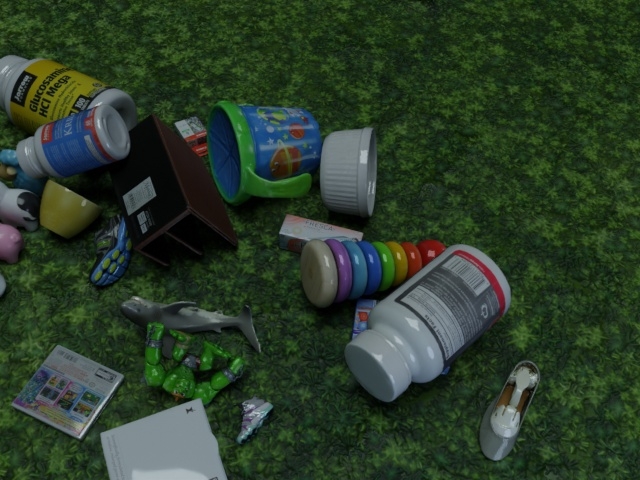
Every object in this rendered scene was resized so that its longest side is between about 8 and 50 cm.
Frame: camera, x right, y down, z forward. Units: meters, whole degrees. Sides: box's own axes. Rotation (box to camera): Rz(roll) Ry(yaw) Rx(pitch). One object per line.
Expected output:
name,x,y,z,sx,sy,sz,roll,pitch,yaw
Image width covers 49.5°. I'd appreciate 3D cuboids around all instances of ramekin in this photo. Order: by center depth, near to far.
ramekin,0.066,-0.157,1.595,0.108,0.207,0.207,3,52,10

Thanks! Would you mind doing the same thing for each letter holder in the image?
letter holder,-0.333,-0.094,1.566,0.152,0.214,0.302,-35,55,10

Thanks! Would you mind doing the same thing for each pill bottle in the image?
pill bottle,0.201,0.158,1.325,0.318,0.176,0.176,-35,62,-27
pill bottle,-0.539,-0.206,1.508,0.221,0.124,0.124,-16,52,13
pill bottle,-0.631,-0.326,1.682,0.333,0.188,0.188,24,55,14

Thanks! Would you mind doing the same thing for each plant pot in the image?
plant pot,-0.563,-0.060,1.533,0.134,0.134,0.095,26,82,15

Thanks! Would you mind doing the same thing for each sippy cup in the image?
sippy cup,-0.124,-0.216,1.624,0.223,0.240,0.306,-12,78,-26

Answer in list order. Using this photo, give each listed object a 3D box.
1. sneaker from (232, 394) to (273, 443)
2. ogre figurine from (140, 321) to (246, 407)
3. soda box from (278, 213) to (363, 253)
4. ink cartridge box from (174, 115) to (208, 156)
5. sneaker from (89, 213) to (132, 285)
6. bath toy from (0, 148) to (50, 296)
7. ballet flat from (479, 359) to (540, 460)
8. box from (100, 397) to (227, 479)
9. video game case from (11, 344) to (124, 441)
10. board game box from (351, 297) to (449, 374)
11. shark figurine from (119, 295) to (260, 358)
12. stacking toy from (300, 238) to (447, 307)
sneaker,-0.142,0.331,1.306,0.069,0.038,0.098,29,47,20
ogre figurine,-0.249,0.241,1.311,0.096,0.197,0.118,24,88,55
soda box,0.000,0.000,1.555,0.183,0.058,0.063,14,53,7
ink cartridge box,-0.316,-0.262,1.753,0.062,0.029,0.115,-23,57,-20
sneaker,-0.460,0.020,1.515,0.078,0.067,0.188,-5,52,20
bath toy,-0.702,-0.030,1.488,0.151,0.129,0.349,6,53,1
ballet flat,0.362,0.317,1.328,0.072,0.068,0.213,26,55,15
box,-0.261,0.399,1.192,0.181,0.119,0.181,-16,55,-16
video game case,-0.480,0.288,1.326,0.157,0.019,0.143,22,54,11
board game box,0.165,0.195,1.429,0.201,0.035,0.136,9,52,3
shark figurine,-0.268,0.182,1.394,0.278,0.166,0.116,10,76,-18
stacking toy,0.130,0.050,1.466,0.330,0.141,0.141,-7,52,-23
